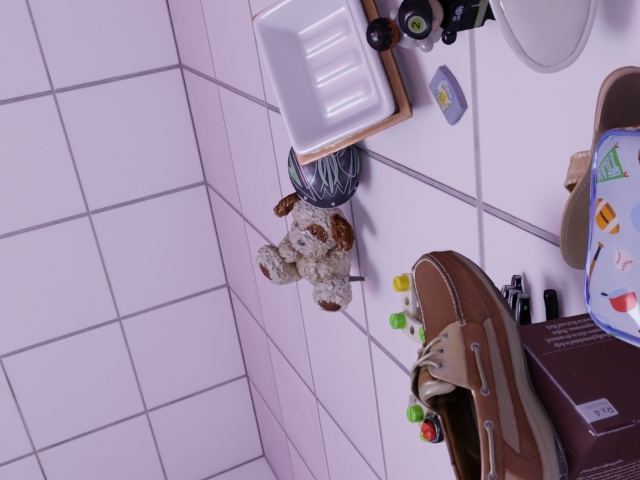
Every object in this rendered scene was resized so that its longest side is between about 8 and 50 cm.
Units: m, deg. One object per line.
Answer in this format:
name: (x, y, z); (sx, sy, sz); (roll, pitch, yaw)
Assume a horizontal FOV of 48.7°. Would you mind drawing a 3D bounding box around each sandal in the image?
sandal: (0.328, -0.087, 0.815); (0.079, 0.088, 0.240); (-77, -9, -60)

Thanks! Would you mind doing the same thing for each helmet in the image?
helmet: (0.008, -0.154, 1.482); (0.161, 0.169, 0.170); (-120, 16, -80)

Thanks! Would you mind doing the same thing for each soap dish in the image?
soap dish: (0.024, -0.305, 1.237); (0.228, 0.118, 0.291); (-21, 85, 30)

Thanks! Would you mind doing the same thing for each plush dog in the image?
plush dog: (0.000, 0.000, 1.596); (0.262, 0.210, 0.225); (27, 136, 29)

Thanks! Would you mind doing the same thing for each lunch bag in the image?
lunch bag: (0.373, 0.014, 0.641); (0.303, 0.114, 0.243); (-153, 57, -65)

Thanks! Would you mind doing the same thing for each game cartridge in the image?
game cartridge: (0.199, -0.229, 1.106); (0.083, 0.017, 0.056); (66, 156, 19)

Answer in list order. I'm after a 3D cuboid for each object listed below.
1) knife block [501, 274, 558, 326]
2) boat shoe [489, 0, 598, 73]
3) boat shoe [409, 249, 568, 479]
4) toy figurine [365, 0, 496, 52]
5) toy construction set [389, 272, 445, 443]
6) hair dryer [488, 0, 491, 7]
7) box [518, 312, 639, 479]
knife block: (0.312, 0.197, 1.045); (0.242, 0.088, 0.276); (108, 141, -60)
boat shoe: (0.208, -0.337, 0.746); (0.099, 0.116, 0.320); (-81, -29, -73)
boat shoe: (0.171, 0.157, 0.833); (0.123, 0.119, 0.324); (116, 142, -51)
toy figurine: (0.130, -0.368, 0.974); (0.209, 0.148, 0.213); (-168, 62, -68)
toy construction set: (0.204, 0.235, 1.280); (0.215, 0.151, 0.328); (-135, 33, -54)
hair dryer: (0.243, -0.416, 0.778); (0.223, 0.080, 0.294); (-15, 98, 55)
box: (0.315, 0.223, 0.884); (0.167, 0.168, 0.203); (-123, 35, -45)
